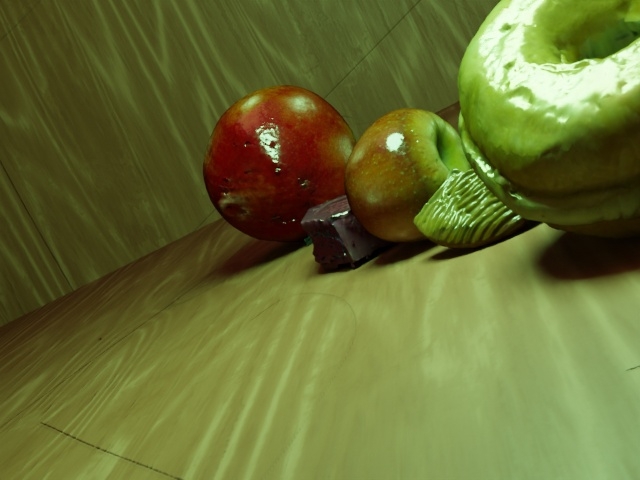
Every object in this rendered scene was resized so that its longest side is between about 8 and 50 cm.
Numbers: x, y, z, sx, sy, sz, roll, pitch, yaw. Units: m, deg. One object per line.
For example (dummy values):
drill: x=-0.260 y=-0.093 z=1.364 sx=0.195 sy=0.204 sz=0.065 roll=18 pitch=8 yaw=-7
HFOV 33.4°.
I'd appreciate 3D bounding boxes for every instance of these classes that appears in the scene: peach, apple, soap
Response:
peach: x=-0.081 y=-0.156 z=2.299 sx=0.370 sy=0.370 sz=0.370 roll=-26 pitch=8 yaw=4
apple: x=0.138 y=-0.098 z=1.686 sx=0.173 sy=0.210 sz=0.235 roll=-28 pitch=-8 yaw=32
soap: x=0.058 y=-0.021 z=1.855 sx=0.162 sy=0.099 sz=0.250 roll=-19 pitch=9 yaw=5

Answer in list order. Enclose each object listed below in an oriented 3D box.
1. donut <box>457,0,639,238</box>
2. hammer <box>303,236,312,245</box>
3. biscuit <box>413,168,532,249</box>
donut: x=0.351 y=-0.189 z=1.192 sx=0.448 sy=0.198 sz=0.449 roll=-28 pitch=35 yaw=22
hammer: x=0.000 y=0.000 z=2.176 sx=0.062 sy=0.017 sz=0.182 roll=-27 pitch=9 yaw=0
biscuit: x=0.240 y=-0.072 z=1.485 sx=0.228 sy=0.031 sz=0.176 roll=-44 pitch=40 yaw=4
